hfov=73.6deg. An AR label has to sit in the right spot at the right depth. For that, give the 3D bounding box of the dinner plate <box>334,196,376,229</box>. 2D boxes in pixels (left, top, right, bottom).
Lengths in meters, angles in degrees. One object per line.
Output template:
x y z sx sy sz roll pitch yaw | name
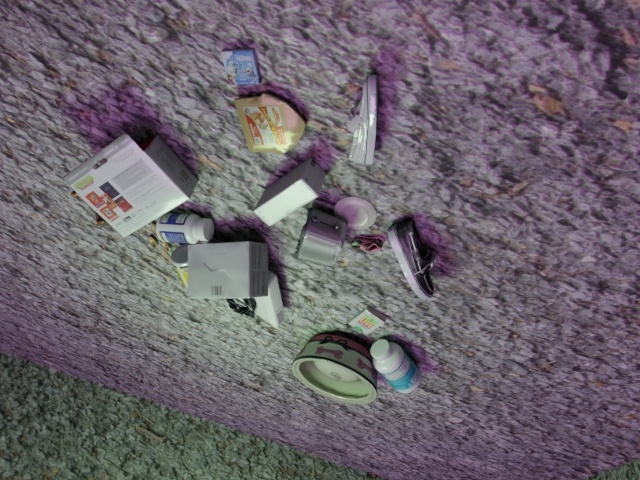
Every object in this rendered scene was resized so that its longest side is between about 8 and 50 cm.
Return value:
0.113 -0.084 1.409 0.141 0.017 0.141 9 135 9 | dinner plate

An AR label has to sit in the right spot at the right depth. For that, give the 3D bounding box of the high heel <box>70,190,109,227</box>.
-0.841 -0.125 1.559 0.262 0.186 0.093 5 136 14 | high heel

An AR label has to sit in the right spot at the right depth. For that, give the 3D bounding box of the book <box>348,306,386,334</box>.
0.195 0.336 1.796 0.096 0.035 0.144 32 136 -8 | book

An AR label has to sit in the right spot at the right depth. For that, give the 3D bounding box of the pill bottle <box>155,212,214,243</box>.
-0.496 -0.044 1.581 0.187 0.111 0.111 4 135 15 | pill bottle

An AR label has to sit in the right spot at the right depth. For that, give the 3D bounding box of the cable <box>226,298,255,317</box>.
-0.354 0.255 1.831 0.185 0.047 0.150 28 142 28 | cable

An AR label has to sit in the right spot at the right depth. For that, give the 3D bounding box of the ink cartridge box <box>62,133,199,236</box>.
-0.617 -0.199 1.407 0.310 0.130 0.271 -25 123 19 | ink cartridge box

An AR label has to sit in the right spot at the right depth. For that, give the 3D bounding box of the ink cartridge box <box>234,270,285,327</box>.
-0.277 0.202 1.792 0.261 0.066 0.296 27 142 29 | ink cartridge box

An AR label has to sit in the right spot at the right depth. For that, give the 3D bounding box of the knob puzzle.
-0.133 -0.335 1.227 0.214 0.029 0.213 10 135 10 | knob puzzle

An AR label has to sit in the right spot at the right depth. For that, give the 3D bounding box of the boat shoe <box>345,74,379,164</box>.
0.107 -0.309 1.128 0.085 0.095 0.258 6 134 7 | boat shoe

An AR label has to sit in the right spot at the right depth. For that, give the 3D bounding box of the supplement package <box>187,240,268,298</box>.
-0.342 0.113 1.594 0.262 0.203 0.145 -3 175 22 | supplement package

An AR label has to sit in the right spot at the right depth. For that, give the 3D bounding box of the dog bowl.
0.080 0.586 1.968 0.409 0.150 0.407 14 141 12 | dog bowl

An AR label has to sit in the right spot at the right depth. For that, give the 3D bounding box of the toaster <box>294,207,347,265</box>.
0.000 0.000 1.447 0.147 0.129 0.227 18 144 -2 | toaster

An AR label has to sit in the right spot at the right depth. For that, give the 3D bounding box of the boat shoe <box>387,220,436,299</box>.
0.330 0.067 1.423 0.105 0.113 0.306 -19 110 26 | boat shoe

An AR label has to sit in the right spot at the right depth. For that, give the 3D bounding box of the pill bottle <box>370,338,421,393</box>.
0.324 0.544 1.876 0.146 0.146 0.264 -19 124 33 | pill bottle

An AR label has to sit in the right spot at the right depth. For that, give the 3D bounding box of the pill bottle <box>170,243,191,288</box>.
-0.523 0.125 1.755 0.119 0.119 0.208 5 135 13 | pill bottle

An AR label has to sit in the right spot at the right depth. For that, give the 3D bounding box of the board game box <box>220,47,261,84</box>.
-0.210 -0.460 1.134 0.090 0.020 0.090 4 133 15 | board game box

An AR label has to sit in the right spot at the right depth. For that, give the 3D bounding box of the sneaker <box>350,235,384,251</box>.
0.157 0.016 1.466 0.120 0.057 0.047 -4 134 23 | sneaker

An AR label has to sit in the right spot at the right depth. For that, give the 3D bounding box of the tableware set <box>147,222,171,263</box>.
-0.644 0.013 1.716 0.141 0.020 0.168 46 141 11 | tableware set

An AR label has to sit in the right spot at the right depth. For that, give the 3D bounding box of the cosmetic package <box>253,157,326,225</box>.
-0.096 -0.148 1.342 0.231 0.117 0.085 -26 122 38 | cosmetic package
